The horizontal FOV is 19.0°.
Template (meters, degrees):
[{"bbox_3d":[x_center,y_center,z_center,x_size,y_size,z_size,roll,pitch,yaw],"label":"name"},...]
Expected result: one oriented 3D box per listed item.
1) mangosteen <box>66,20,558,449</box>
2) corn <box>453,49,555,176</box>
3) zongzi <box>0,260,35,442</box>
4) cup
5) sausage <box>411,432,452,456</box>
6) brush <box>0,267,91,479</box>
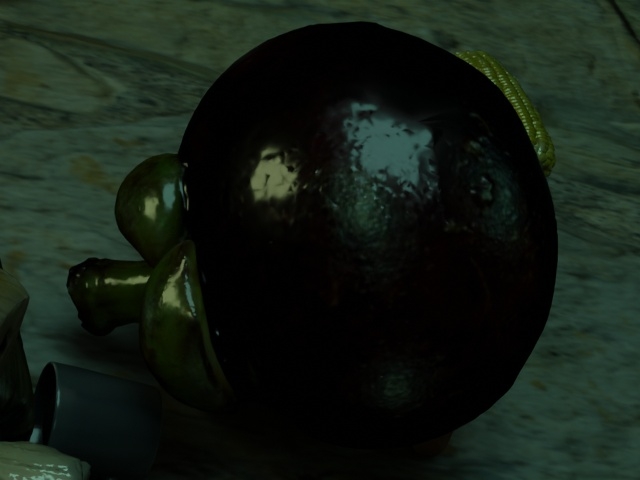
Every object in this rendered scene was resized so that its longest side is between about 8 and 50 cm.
[{"bbox_3d":[0.013,-0.002,1.362,0.330,0.330,0.330,13,39,-11],"label":"mangosteen"},{"bbox_3d":[0.157,-0.114,1.756,0.085,0.063,0.165,-17,46,-8],"label":"corn"},{"bbox_3d":[-0.325,0.064,1.294,0.242,0.112,0.221,-14,60,-12],"label":"zongzi"},{"bbox_3d":[-0.156,0.138,1.301,0.077,0.078,0.100,12,73,-19],"label":"cup"},{"bbox_3d":[0.089,0.130,1.451,0.034,0.034,0.083,25,37,4],"label":"sausage"},{"bbox_3d":[-0.218,0.138,1.143,0.166,0.174,0.266,22,64,5],"label":"brush"}]
